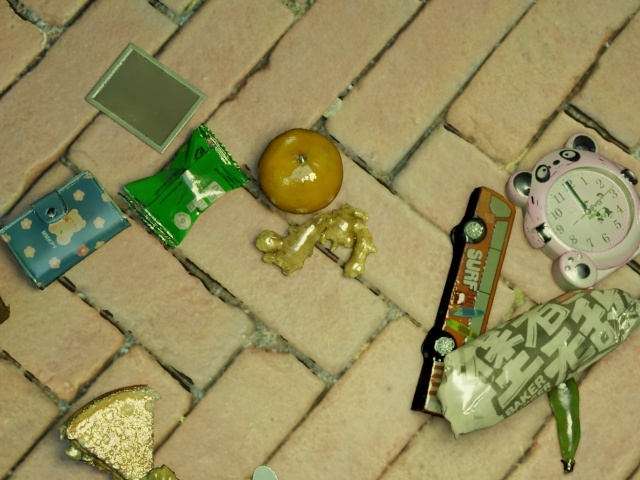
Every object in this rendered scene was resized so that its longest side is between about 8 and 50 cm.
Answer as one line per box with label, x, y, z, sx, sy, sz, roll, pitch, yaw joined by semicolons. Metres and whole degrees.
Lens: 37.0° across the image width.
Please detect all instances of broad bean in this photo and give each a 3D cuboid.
broad bean;0.418;0.254;1.669;0.060;0.043;0.298;-13;79;5

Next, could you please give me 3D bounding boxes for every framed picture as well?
framed picture;-0.325;-0.266;1.786;0.183;0.011;0.142;35;80;7

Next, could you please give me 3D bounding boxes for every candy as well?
candy;-0.245;-0.101;1.721;0.203;0.078;0.141;-42;81;-3

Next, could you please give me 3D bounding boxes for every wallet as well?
wallet;-0.460;-0.022;1.709;0.202;0.059;0.141;-37;79;-7

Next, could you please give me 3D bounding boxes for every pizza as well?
pizza;-0.338;0.355;1.637;0.185;0.052;0.195;-24;86;-22

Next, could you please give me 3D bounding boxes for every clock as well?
clock;0.470;-0.053;1.712;0.227;0.090;0.248;-33;79;-7

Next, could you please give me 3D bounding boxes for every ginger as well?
ginger;0.000;0.000;1.716;0.193;0.052;0.176;35;79;2

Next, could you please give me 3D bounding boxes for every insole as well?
insole;-0.086;0.463;1.640;0.053;0.002;0.153;-8;78;-3

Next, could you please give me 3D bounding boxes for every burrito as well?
burrito;0.380;0.176;1.606;0.445;0.101;0.139;-27;81;-15

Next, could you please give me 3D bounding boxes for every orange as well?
orange;-0.035;-0.124;1.702;0.156;0.124;0.156;0;80;-2

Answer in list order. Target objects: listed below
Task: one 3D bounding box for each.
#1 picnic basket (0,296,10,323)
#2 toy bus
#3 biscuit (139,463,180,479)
picnic basket;-0.703;0.101;1.563;0.321;0.291;0.254;-30;80;-15
toy bus;0.249;0.108;1.674;0.092;0.093;0.409;18;80;-5
biscuit;-0.318;0.517;1.592;0.273;0.036;0.187;-39;95;-3
